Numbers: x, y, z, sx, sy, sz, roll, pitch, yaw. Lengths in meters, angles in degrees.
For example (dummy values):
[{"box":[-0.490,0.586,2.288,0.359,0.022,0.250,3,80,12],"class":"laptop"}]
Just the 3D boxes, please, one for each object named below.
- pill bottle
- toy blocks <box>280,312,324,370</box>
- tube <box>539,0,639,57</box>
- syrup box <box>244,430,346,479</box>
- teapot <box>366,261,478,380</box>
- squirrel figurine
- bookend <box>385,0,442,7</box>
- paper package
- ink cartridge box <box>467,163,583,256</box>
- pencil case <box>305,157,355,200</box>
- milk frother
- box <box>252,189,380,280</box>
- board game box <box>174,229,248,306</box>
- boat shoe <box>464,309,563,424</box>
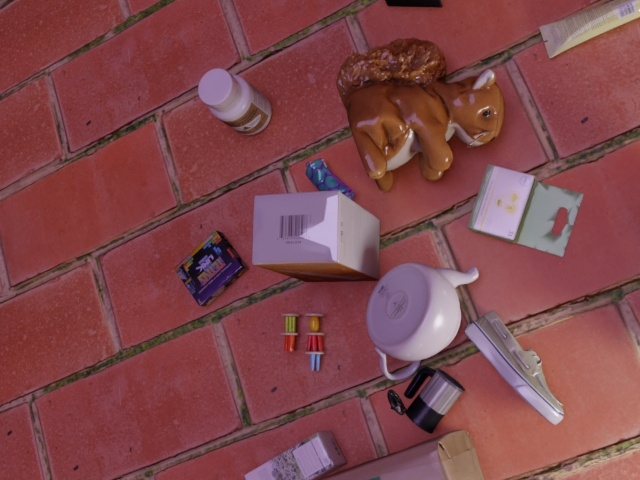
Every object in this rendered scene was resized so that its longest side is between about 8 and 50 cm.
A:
[{"box":[-0.237,-0.384,2.058,0.131,0.229,0.131,-4,79,20],"class":"pill bottle"},{"box":[-0.049,0.267,1.963,0.123,0.054,0.148,-3,80,19],"class":"toy blocks"},{"box":[0.671,-0.539,1.843,0.240,0.062,0.070,-20,30,21],"class":"tube"},{"box":[-0.064,0.581,1.888,0.236,0.096,0.093,-34,69,12],"class":"syrup box"},{"box":[0.245,0.189,1.805,0.256,0.187,0.253,-24,50,42],"class":"teapot"},{"box":[0.252,-0.351,1.854,0.370,0.281,0.397,-21,76,9],"class":"squirrel figurine"},{"box":[0.261,-0.721,2.018,0.157,0.072,0.156,9,83,21],"class":"bookend"},{"box":[0.183,0.562,1.684,0.324,0.309,0.168,-24,73,16],"class":"paper package"},{"box":[0.499,-0.074,1.821,0.235,0.056,0.171,18,86,25],"class":"ink cartridge box"},{"box":[0.025,-0.156,2.006,0.152,0.064,0.070,47,123,21],"class":"pencil case"},{"box":[0.247,0.370,1.784,0.129,0.143,0.135,39,97,29],"class":"milk frother"},{"box":[0.000,0.000,1.835,0.214,0.345,0.168,-2,80,20],"class":"box"},{"box":[-0.309,0.080,2.098,0.170,0.048,0.141,-43,68,9],"class":"board game box"},{"box":[0.464,0.290,1.739,0.094,0.109,0.302,-44,66,6],"class":"boat shoe"}]
